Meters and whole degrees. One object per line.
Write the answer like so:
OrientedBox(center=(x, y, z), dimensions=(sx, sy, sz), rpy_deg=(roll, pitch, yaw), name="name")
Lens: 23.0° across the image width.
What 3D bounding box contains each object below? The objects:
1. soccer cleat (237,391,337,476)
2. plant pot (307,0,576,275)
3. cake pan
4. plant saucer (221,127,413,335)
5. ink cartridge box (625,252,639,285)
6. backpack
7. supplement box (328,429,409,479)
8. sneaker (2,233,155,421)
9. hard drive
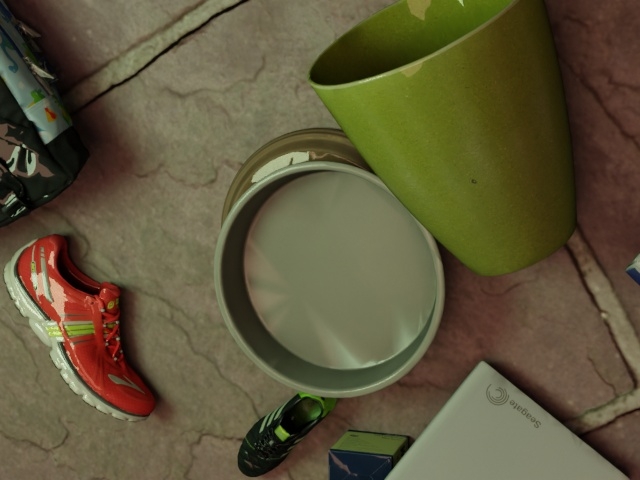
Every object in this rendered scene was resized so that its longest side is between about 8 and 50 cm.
OrientedBox(center=(-0.050, 0.244, 2.006), dimensions=(0.060, 0.072, 0.179), rpy_deg=(47, 112, 4), name="soccer cleat")
OrientedBox(center=(0.173, -0.118, 1.769), dimensions=(0.274, 0.275, 0.293), rpy_deg=(-20, 111, 22), name="plant pot")
OrientedBox(center=(0.015, 0.045, 1.907), dimensions=(0.293, 0.054, 0.293), rpy_deg=(4, 103, 18), name="cake pan")
OrientedBox(center=(0.000, 0.000, 1.953), dimensions=(0.277, 0.041, 0.278), rpy_deg=(5, 104, 18), name="plant saucer")
OrientedBox(center=(0.563, 0.027, 1.725), dimensions=(0.330, 0.071, 0.324), rpy_deg=(-44, 85, -8), name="ink cartridge box")
OrientedBox(center=(-0.483, -0.197, 1.977), dimensions=(0.290, 0.273, 0.355), rpy_deg=(-28, 114, 24), name="backpack")
OrientedBox(center=(0.061, 0.280, 1.970), dimensions=(0.083, 0.083, 0.056), rpy_deg=(4, 103, 18), name="supplement box")
OrientedBox(center=(-0.298, 0.113, 2.048), dimensions=(0.118, 0.107, 0.279), rpy_deg=(-37, 91, 13), name="sneaker")
OrientedBox(center=(0.173, 0.352, 1.873), dimensions=(0.233, 0.047, 0.353), rpy_deg=(39, 79, 7), name="hard drive")
